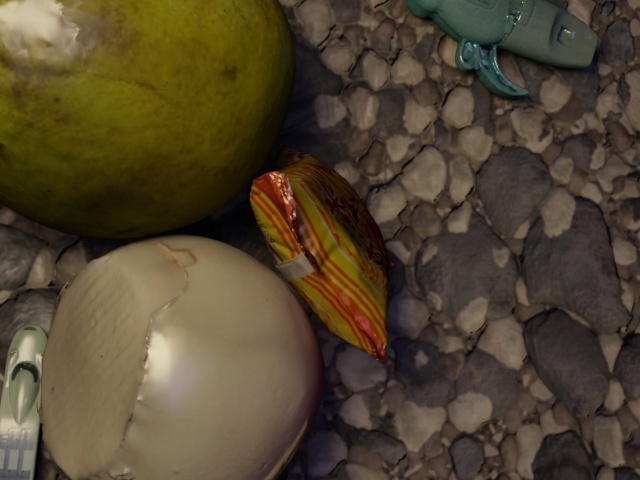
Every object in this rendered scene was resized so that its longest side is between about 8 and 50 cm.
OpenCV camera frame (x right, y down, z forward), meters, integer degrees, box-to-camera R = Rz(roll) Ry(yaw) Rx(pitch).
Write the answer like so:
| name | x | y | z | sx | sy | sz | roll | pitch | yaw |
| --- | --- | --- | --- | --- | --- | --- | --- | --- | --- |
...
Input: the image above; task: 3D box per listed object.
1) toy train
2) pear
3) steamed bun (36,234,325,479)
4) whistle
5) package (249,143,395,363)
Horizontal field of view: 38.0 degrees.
| name | x | y | z | sx | sy | sz | roll | pitch | yaw |
| --- | --- | --- | --- | --- | --- | --- | --- | --- | --- |
| toy train | -0.340 | 0.212 | 1.050 | 0.052 | 0.051 | 0.234 | 7 | 84 | -13 |
| pear | -0.207 | -0.161 | 0.946 | 0.413 | 0.351 | 0.352 | -2 | 84 | -49 |
| steamed bun | -0.120 | 0.147 | 0.989 | 0.309 | 0.309 | 0.310 | 1 | 84 | -9 |
| whistle | 0.224 | -0.288 | 1.176 | 0.273 | 0.093 | 0.186 | 20 | 81 | -10 |
| package | 0.004 | 0.006 | 1.026 | 0.108 | 0.288 | 0.223 | -35 | 99 | 15 |
